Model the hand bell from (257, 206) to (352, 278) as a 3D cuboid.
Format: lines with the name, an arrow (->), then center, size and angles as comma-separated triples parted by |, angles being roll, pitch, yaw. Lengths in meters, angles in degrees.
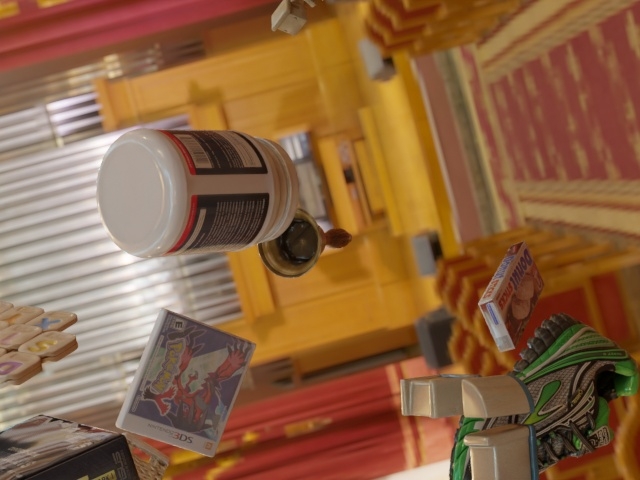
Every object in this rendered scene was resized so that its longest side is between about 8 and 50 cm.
hand bell -> 0.000, 0.000, 2.269 | 0.242, 0.126, 0.126 | -3, -103, -63

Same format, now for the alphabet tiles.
alphabet tiles -> -0.460, 0.135, 1.622 | 0.278, 0.284, 0.021 | -34, -55, -54

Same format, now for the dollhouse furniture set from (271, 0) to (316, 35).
dollhouse furniture set -> -0.054, -0.486, 2.214 | 0.161, 0.101, 0.182 | -47, 35, 41

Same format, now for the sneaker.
sneaker -> 0.278, 0.227, 1.571 | 0.146, 0.343, 0.134 | 24, 143, 33

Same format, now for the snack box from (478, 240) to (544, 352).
snack box -> 0.223, 0.062, 1.457 | 0.064, 0.022, 0.178 | 64, -153, -11

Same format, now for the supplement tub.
supplement tub -> -0.184, -0.074, 1.914 | 0.272, 0.191, 0.191 | -4, -105, -49

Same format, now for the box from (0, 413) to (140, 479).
box -> -0.307, 0.237, 1.229 | 0.233, 0.183, 0.059 | -4, 105, 58

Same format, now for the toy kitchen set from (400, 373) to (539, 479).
toy kitchen set -> 0.183, 0.249, 1.374 | 0.166, 0.122, 0.207 | -9, 83, 60

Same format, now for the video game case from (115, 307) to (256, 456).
video game case -> -0.214, 0.232, 2.033 | 0.023, 0.183, 0.201 | 11, 79, 57

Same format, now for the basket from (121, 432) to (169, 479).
basket -> -0.386, 0.469, 2.419 | 0.113, 0.167, 0.103 | 35, -147, -20
